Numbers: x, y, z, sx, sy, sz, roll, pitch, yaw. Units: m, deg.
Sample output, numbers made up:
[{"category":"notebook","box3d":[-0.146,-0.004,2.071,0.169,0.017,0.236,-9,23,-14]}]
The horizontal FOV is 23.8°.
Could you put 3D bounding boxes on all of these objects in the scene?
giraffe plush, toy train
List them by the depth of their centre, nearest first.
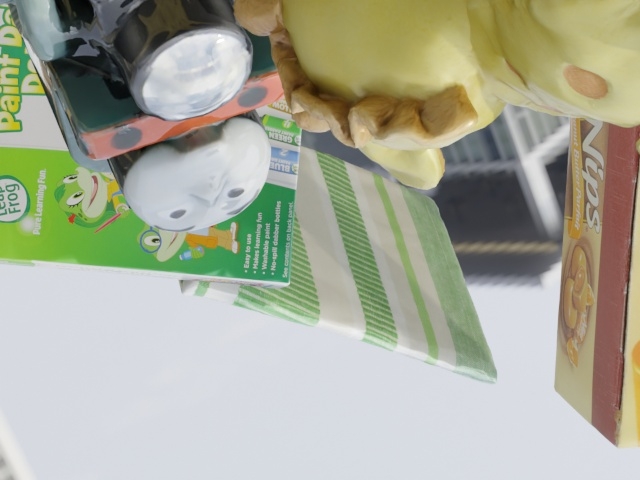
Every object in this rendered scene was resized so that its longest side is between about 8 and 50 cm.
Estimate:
[{"category":"giraffe plush","box3d":[0.069,-0.073,0.478,0.170,0.181,0.210,3,-155,38]},{"category":"toy train","box3d":[-0.108,-0.159,0.708,0.142,0.190,0.334,-22,-122,-11]}]

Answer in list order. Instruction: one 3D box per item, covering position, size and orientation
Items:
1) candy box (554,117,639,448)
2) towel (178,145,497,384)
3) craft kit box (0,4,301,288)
[{"category":"candy box","box3d":[0.284,-0.004,0.769,0.316,0.183,0.087,-2,-165,-12]},{"category":"towel","box3d":[0.000,0.000,1.368,0.038,0.325,0.248,-49,-142,30]},{"category":"craft kit box","box3d":[-0.136,-0.098,1.147,0.246,0.250,0.061,5,175,-9]}]
